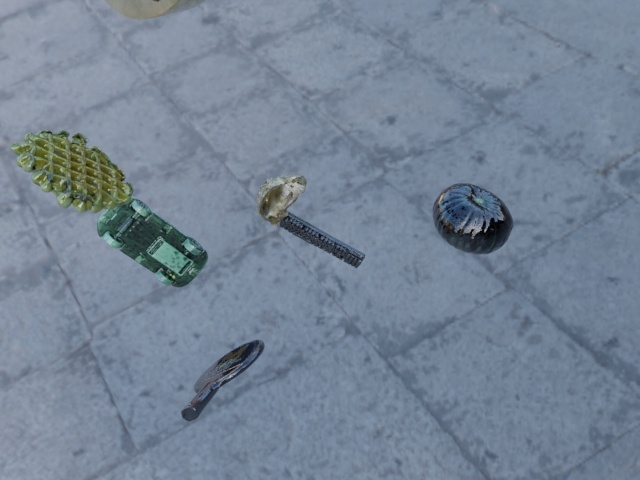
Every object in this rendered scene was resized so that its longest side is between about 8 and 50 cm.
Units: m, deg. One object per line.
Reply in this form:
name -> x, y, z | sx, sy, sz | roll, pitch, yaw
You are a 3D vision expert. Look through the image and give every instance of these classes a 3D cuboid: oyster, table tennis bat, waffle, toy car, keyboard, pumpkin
oyster -> -0.052, -0.062, 1.064 | 0.083, 0.080, 0.038 | -28, 50, 10
table tennis bat -> -0.181, 0.248, 1.411 | 0.150, 0.027, 0.236 | -28, 10, 28
waffle -> -0.381, -0.109, 1.214 | 0.169, 0.036, 0.183 | 45, 22, 8
toy car -> -0.443, -0.006, 2.064 | 0.136, 0.306, 0.125 | -47, 26, 8
keyboard -> 0.000, 0.001, 1.925 | 0.231, 0.072, 0.023 | 29, 62, 1
pumpkin -> 0.369, -0.051, 1.917 | 0.202, 0.140, 0.202 | 11, 39, -9

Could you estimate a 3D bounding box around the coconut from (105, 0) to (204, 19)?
coconut -> -0.377, -0.635, 1.724 | 0.329, 0.328, 0.328 | -8, 42, 7
